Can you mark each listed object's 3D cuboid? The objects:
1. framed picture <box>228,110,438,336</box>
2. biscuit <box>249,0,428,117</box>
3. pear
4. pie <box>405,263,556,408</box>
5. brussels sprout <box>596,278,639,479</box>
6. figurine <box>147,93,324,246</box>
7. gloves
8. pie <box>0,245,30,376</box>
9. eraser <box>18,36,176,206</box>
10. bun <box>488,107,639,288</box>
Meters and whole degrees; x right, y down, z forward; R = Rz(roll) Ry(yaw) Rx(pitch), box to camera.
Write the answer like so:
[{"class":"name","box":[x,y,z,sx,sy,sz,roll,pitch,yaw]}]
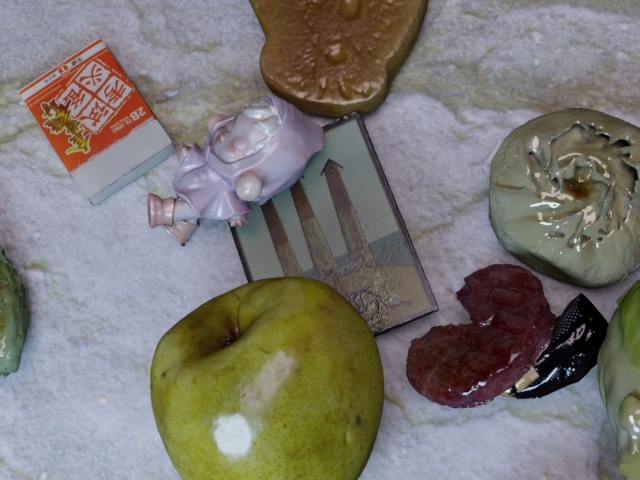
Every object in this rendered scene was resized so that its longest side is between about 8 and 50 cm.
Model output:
[{"class":"framed picture","box":[0.000,0.000,1.441,0.244,0.013,0.324,-23,72,9]},{"class":"biscuit","box":[0.015,-0.357,1.542,0.287,0.057,0.344,17,76,11]},{"class":"pear","box":[-0.059,0.208,1.265,0.304,0.304,0.304,-2,73,7]},{"class":"pie","box":[0.209,0.128,1.319,0.218,0.204,0.054,-43,117,1]},{"class":"brussels sprout","box":[0.477,0.170,1.212,0.273,0.242,0.317,25,69,-32]},{"class":"figurine","box":[-0.124,-0.097,1.426,0.276,0.133,0.200,-36,40,8]},{"class":"gloves","box":[0.295,0.156,1.332,0.180,0.106,0.129,-40,30,19]},{"class":"pie","box":[-0.647,0.094,1.429,0.395,0.180,0.418,-39,80,-6]},{"class":"eraser","box":[-0.344,-0.185,1.544,0.157,0.038,0.230,-35,72,-4]},{"class":"bun","box":[0.354,-0.072,1.366,0.259,0.152,0.259,-3,74,9]}]
